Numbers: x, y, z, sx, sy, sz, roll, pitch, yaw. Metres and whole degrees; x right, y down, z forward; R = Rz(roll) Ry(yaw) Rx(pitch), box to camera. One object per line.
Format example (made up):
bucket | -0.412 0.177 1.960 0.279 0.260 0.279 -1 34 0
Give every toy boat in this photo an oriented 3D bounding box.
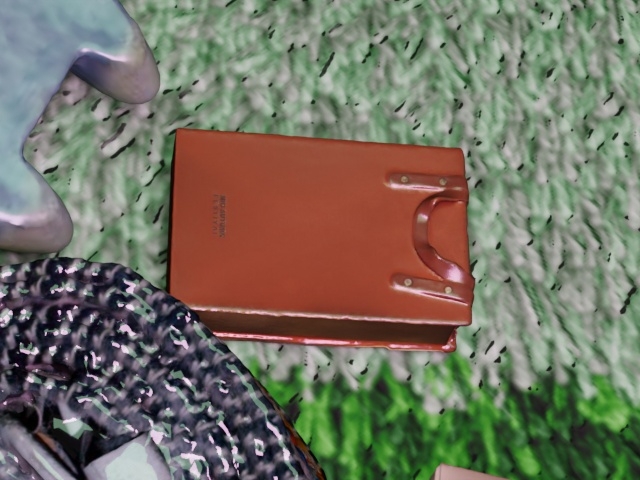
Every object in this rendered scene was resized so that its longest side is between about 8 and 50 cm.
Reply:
toy boat | -0.270 -0.127 1.103 0.330 0.123 0.215 29 69 -11

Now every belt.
belt | -0.101 0.147 0.959 0.295 0.160 0.207 40 81 9

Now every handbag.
handbag | 0.000 0.000 1.116 0.190 0.063 0.127 5 63 -8

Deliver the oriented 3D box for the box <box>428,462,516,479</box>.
box | 0.136 0.216 0.977 0.212 0.168 0.095 13 58 -7
